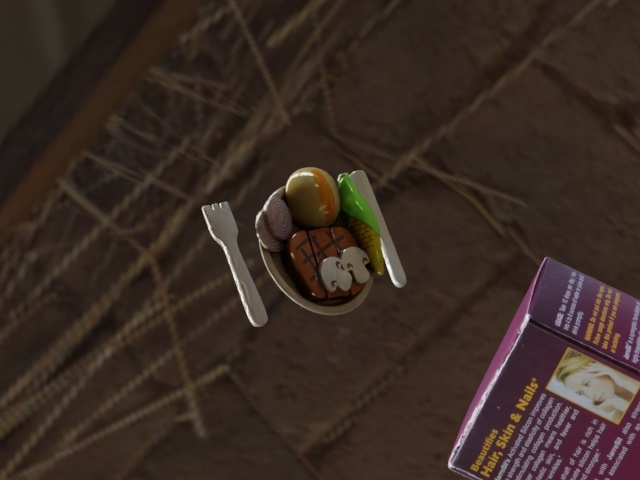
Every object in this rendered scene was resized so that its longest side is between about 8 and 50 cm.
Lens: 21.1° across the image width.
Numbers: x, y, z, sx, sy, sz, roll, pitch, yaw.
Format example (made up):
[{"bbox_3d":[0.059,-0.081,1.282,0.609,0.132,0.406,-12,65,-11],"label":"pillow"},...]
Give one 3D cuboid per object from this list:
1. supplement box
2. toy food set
[{"bbox_3d":[0.177,0.103,0.903,0.188,0.081,0.104,26,118,4],"label":"supplement box"},{"bbox_3d":[0.000,0.000,1.492,0.038,0.192,0.132,-32,78,47],"label":"toy food set"}]
